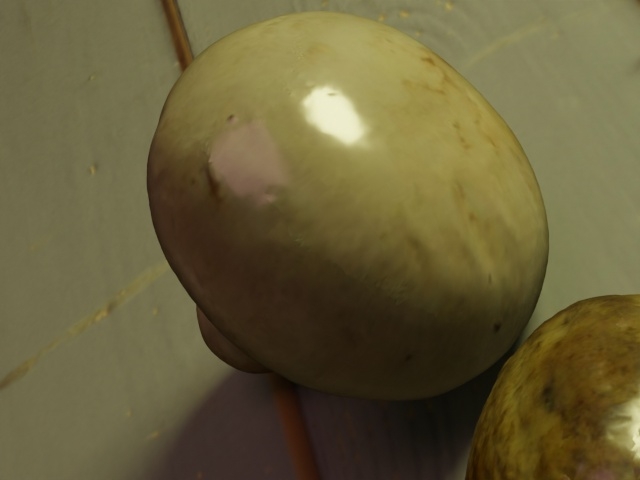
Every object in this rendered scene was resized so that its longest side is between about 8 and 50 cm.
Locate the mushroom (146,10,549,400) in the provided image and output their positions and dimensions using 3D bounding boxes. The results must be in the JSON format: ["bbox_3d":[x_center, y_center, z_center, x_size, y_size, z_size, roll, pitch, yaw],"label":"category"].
[{"bbox_3d":[-0.004,-0.012,0.794,0.209,0.206,0.206,-19,41,30],"label":"mushroom"}]

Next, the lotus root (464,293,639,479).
[{"bbox_3d":[0.122,0.087,0.635,0.138,0.138,0.214,-33,25,13],"label":"lotus root"}]
